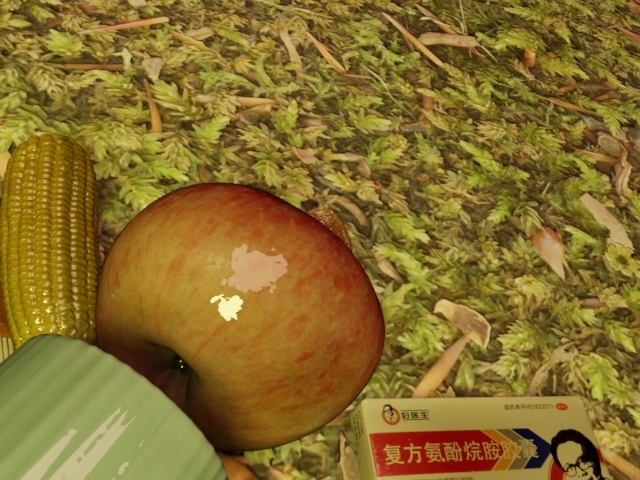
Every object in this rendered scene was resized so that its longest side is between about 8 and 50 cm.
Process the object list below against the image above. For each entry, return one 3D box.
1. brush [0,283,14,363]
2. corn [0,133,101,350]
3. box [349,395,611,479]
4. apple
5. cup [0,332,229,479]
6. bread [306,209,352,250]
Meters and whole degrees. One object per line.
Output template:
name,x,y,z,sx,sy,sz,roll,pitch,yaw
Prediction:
brush,-0.430,0.050,0.914,0.090,0.017,0.314,15,43,-46
corn,-0.354,0.010,0.915,0.131,0.131,0.344,-2,53,-22
box,0.228,0.321,0.937,0.353,0.069,0.214,4,53,-19
apple,-0.107,0.097,0.827,0.345,0.345,0.269,38,61,10
cup,-0.260,0.285,0.594,0.257,0.331,0.311,29,52,12
bread,0.001,-0.002,1.087,0.076,0.083,0.070,-8,66,-21
